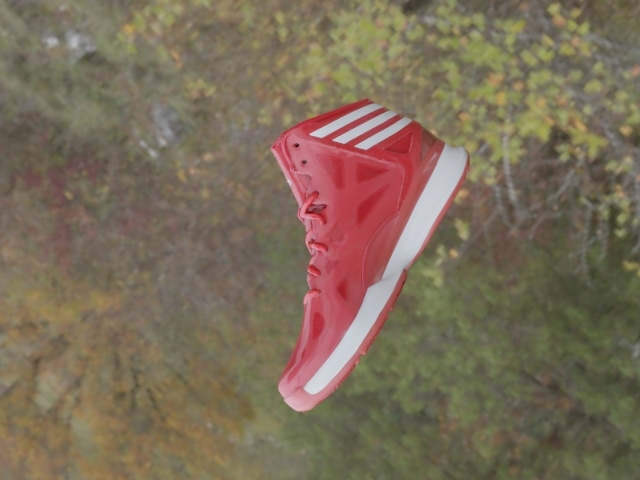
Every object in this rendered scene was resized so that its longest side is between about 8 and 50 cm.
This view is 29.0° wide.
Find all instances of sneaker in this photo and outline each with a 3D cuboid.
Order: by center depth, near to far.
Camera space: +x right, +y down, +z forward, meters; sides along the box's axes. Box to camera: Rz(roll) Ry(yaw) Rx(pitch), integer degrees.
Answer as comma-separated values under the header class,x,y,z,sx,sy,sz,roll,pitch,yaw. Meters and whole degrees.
class,x,y,z,sx,sy,sz,roll,pitch,yaw
sneaker,0.000,0.000,0.865,0.128,0.221,0.087,32,163,-3
